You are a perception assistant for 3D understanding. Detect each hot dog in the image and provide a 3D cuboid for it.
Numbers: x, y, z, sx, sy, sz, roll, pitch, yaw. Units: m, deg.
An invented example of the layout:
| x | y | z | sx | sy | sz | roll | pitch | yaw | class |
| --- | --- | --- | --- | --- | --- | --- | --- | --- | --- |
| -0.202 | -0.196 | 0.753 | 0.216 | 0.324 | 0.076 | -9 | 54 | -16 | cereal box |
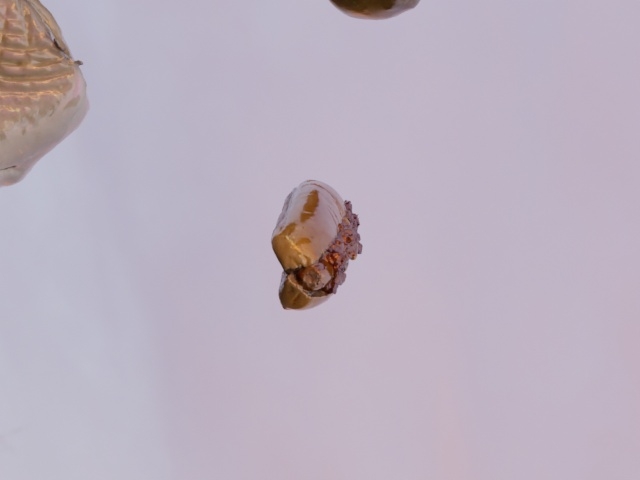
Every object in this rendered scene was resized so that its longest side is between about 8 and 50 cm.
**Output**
| x | y | z | sx | sy | sz | roll | pitch | yaw | class |
| --- | --- | --- | --- | --- | --- | --- | --- | --- | --- |
| 0.000 | 0.000 | 1.351 | 0.249 | 0.076 | 0.102 | -69 | 148 | -77 | hot dog |

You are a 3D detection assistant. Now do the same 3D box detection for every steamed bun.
| x | y | z | sx | sy | sz | roll | pitch | yaw | class |
| --- | --- | --- | --- | --- | --- | --- | --- | --- | --- |
| -0.394 | -0.163 | 1.338 | 0.320 | 0.275 | 0.206 | 39 | -15 | -10 | steamed bun |

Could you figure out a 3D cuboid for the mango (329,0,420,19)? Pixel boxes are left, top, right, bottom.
| x | y | z | sx | sy | sz | roll | pitch | yaw | class |
| --- | --- | --- | --- | --- | --- | --- | --- | --- | --- |
| 0.065 | -0.438 | 1.731 | 0.176 | 0.176 | 0.329 | -153 | -119 | -79 | mango |
